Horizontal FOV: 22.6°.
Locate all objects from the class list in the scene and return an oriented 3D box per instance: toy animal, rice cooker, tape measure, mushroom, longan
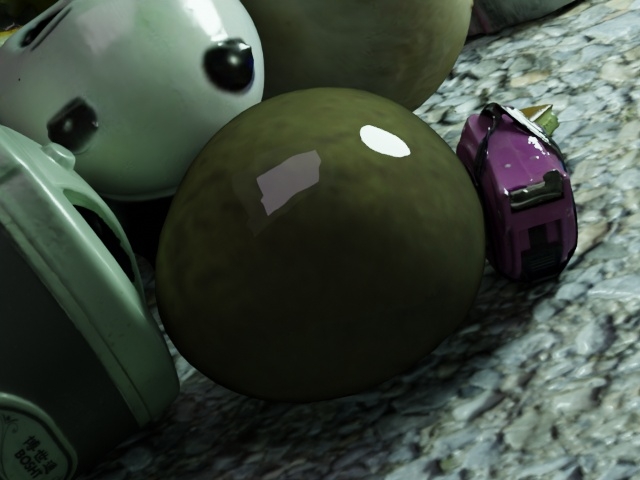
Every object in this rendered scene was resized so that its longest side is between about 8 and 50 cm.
[{"bbox_3d":[-0.151,-0.113,1.270,0.212,0.267,0.212,2,64,-5],"label":"toy animal"},{"bbox_3d":[-0.256,0.068,1.135,0.277,0.288,0.288,-36,32,-14],"label":"rice cooker"},{"bbox_3d":[0.141,-0.036,1.179,0.074,0.125,0.118,-15,41,-6],"label":"tape measure"},{"bbox_3d":[-0.024,-0.266,1.429,0.362,0.362,0.294,2,46,37],"label":"mushroom"},{"bbox_3d":[0.000,0.000,1.142,0.246,0.215,0.246,-2,13,1],"label":"longan"}]

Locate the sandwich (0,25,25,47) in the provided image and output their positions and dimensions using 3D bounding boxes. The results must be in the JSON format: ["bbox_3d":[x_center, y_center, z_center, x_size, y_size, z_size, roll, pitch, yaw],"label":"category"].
[{"bbox_3d":[-0.410,-0.089,1.686,0.271,0.099,0.301,-25,33,5],"label":"sandwich"}]

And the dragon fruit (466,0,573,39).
[{"bbox_3d":[0.147,-0.339,1.584,0.283,0.221,0.204,2,34,36],"label":"dragon fruit"}]

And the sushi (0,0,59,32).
[{"bbox_3d":[-0.329,-0.388,1.932,0.299,0.281,0.294,-7,39,14],"label":"sushi"}]

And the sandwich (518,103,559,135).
[{"bbox_3d":[0.159,-0.086,1.346,0.044,0.031,0.083,17,46,43],"label":"sandwich"}]
